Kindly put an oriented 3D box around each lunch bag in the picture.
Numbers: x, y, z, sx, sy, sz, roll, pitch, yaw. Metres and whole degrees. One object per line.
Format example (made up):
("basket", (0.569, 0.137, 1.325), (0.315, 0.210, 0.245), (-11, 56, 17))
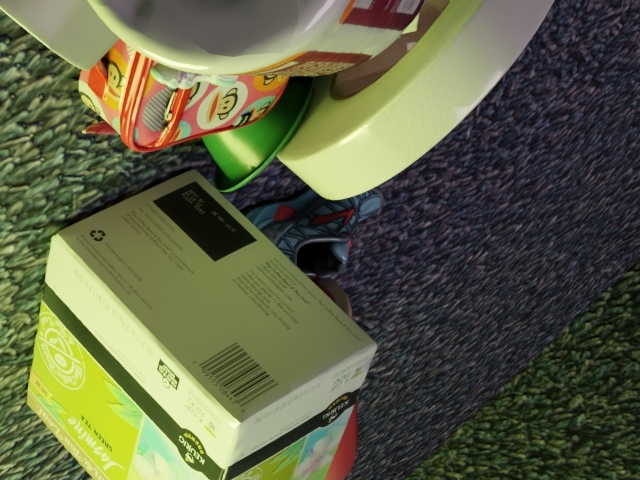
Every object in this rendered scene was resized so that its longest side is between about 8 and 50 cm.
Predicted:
("lunch bag", (-0.126, -0.234, 1.629), (0.258, 0.120, 0.293), (-18, 142, -40))

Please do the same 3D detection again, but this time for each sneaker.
("sneaker", (-0.114, -0.182, 1.557), (0.098, 0.038, 0.069), (-10, 133, -41))
("sneaker", (0.000, 0.000, 2.167), (0.262, 0.125, 0.104), (-25, 149, -38))

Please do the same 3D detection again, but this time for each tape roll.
("tape roll", (-0.243, -0.234, 1.303), (0.072, 0.219, 0.219), (-48, 156, 5))
("tape roll", (0.106, -0.214, 1.788), (0.392, 0.072, 0.392), (-42, -161, 18))

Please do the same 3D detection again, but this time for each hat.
("hat", (-0.128, -0.169, 1.822), (0.173, 0.183, 0.208), (-45, -159, 21))

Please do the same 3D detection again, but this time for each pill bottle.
("pill bottle", (-0.031, -0.243, 1.309), (0.224, 0.224, 0.392), (-52, 173, 13))

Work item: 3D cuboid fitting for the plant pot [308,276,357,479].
("plant pot", (-0.069, 0.177, 2.197), (0.275, 0.275, 0.243), (-26, 137, -38))

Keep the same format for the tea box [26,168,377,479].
("tea box", (-0.152, 0.158, 1.920), (0.220, 0.329, 0.323), (-28, 150, -35))

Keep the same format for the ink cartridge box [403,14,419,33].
("ink cartridge box", (0.042, -0.250, 1.595), (0.180, 0.060, 0.104), (-16, 141, -20))
